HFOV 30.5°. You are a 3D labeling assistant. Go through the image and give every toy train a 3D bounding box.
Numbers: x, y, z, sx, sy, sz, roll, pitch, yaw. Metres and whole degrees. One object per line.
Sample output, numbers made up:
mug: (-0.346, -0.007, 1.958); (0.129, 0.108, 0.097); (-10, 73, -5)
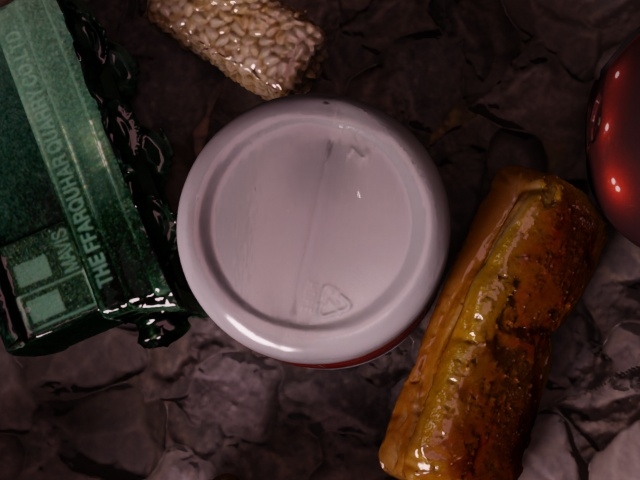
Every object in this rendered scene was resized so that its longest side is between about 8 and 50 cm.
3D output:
toy train: (-0.215, -0.053, 0.979); (0.178, 0.138, 0.330); (-24, 80, 5)

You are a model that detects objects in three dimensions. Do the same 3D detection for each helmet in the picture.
helmet: (0.305, -0.078, 0.923); (0.189, 0.193, 0.216); (7, 125, 6)

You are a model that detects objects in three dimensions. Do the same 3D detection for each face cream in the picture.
face cream: (0.000, 0.000, 0.924); (0.201, 0.187, 0.201); (-1, 82, 4)

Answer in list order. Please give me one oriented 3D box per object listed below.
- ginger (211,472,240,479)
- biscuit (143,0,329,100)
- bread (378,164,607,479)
ginger: (-0.110, 0.396, 0.860); (0.176, 0.254, 0.419); (13, 88, 0)
biscuit: (-0.072, -0.184, 1.016); (0.168, 0.070, 0.082); (33, 82, 10)
bread: (0.148, 0.083, 0.941); (0.077, 0.139, 0.271); (18, 81, 46)
